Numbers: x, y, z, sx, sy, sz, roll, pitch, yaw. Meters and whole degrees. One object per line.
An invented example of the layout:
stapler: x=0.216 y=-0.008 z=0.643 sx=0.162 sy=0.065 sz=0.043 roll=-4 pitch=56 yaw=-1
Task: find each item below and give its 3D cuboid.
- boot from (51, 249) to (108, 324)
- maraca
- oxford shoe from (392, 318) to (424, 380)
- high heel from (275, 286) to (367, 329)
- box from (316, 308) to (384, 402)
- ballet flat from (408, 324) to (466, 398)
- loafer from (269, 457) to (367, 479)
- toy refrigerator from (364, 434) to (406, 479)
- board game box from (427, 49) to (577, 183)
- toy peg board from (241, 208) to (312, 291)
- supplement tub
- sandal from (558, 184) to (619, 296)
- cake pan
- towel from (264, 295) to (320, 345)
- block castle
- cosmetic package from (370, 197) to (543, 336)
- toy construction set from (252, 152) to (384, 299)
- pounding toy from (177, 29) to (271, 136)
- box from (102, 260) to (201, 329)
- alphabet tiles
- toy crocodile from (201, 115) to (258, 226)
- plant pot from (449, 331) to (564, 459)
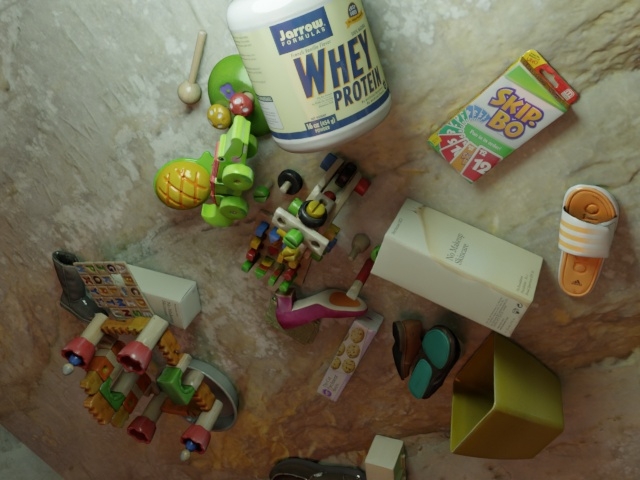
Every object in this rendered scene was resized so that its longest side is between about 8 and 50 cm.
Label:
boot: x=-0.728 y=0.143 z=2.043 sx=0.189 sy=0.076 sz=0.209 roll=21 pitch=124 yaw=9
maraca: x=-0.304 y=-0.140 z=1.586 sx=0.185 sy=0.099 sz=0.127 roll=-21 pitch=118 yaw=9
oxford shoe: x=0.217 y=0.270 z=1.638 sx=0.076 sy=0.076 sz=0.212 roll=-13 pitch=137 yaw=-10
high heel: x=0.001 y=0.185 z=1.663 sx=0.243 sy=0.082 sz=0.117 roll=3 pitch=122 yaw=15
box: x=0.073 y=0.299 z=1.734 sx=0.067 sy=0.063 sz=0.324 roll=30 pitch=132 yaw=6
ballet flat: x=0.281 y=0.275 z=1.590 sx=0.095 sy=0.096 sz=0.280 roll=55 pitch=150 yaw=29
loafer: x=-0.023 y=0.772 z=2.094 sx=0.365 sy=0.130 sz=0.134 roll=-10 pitch=118 yaw=33
toy refrigerator: x=0.197 y=0.697 z=1.943 sx=0.094 sy=0.102 sz=0.270 roll=7 pitch=126 yaw=23
board game box: x=0.328 y=-0.221 z=1.233 sx=0.124 sy=0.039 sz=0.259 roll=42 pitch=129 yaw=-8
toy peg board: x=-0.108 y=0.037 z=1.622 sx=0.161 sy=0.079 sz=0.161 roll=27 pitch=132 yaw=7
supplement tub: x=-0.025 y=-0.344 z=1.186 sx=0.235 sy=0.235 sz=0.325 roll=-5 pitch=122 yaw=30
sandal: x=0.507 y=0.020 z=1.288 sx=0.101 sy=0.076 sz=0.265 roll=8 pitch=127 yaw=22
cake pan: x=-0.381 y=0.481 z=2.116 sx=0.293 sy=0.054 sz=0.293 roll=14 pitch=129 yaw=18
towel: x=-0.075 y=0.212 z=1.772 sx=0.148 sy=0.027 sz=0.110 roll=27 pitch=133 yaw=6
block castle: x=-0.511 y=0.427 z=1.927 sx=0.302 sy=0.213 sz=0.453 roll=0 pitch=132 yaw=28
cosmetic package: x=0.279 y=0.051 z=1.377 sx=0.309 sy=0.160 sz=0.113 roll=25 pitch=131 yaw=8
toy construction set: x=0.000 y=0.000 z=1.431 sx=0.257 sy=0.237 sz=0.309 roll=-27 pitch=109 yaw=39
pounding toy: x=-0.197 y=-0.296 z=1.399 sx=0.236 sy=0.110 sz=0.183 roll=31 pitch=132 yaw=3
box: x=-0.480 y=0.153 z=1.894 sx=0.275 sy=0.094 sz=0.113 roll=11 pitch=129 yaw=21
alphabet tiles: x=-0.564 y=0.156 z=1.870 sx=0.198 sy=0.009 sz=0.237 roll=-2 pitch=123 yaw=29
toy crocodile: x=-0.198 y=-0.141 z=1.461 sx=0.105 sy=0.115 sz=0.341 roll=8 pitch=152 yaw=-8
plant pot: x=0.427 y=0.374 z=1.523 sx=0.187 sy=0.212 sz=0.212 roll=21 pitch=132 yaw=-5
